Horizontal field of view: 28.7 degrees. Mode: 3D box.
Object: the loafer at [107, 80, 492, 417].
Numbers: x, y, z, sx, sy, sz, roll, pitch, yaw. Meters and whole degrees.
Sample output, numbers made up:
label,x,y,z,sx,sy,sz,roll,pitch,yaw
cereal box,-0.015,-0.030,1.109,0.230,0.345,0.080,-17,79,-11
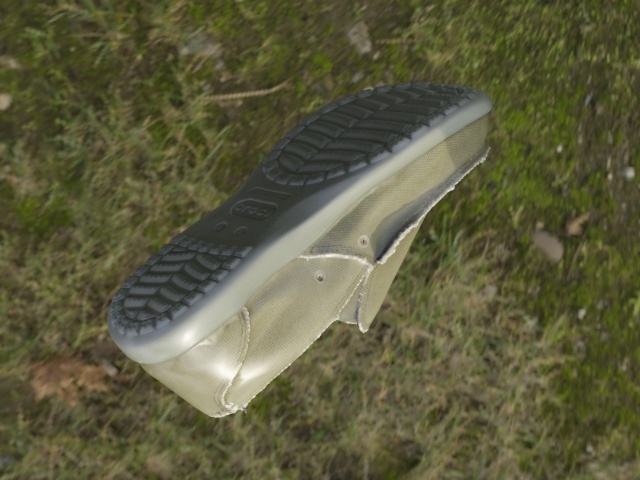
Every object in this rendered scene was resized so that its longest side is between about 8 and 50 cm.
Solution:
label,x,y,z,sx,sy,sz,roll,pitch,yaw
loafer,0.000,0.000,0.674,0.094,0.251,0.087,22,144,52
